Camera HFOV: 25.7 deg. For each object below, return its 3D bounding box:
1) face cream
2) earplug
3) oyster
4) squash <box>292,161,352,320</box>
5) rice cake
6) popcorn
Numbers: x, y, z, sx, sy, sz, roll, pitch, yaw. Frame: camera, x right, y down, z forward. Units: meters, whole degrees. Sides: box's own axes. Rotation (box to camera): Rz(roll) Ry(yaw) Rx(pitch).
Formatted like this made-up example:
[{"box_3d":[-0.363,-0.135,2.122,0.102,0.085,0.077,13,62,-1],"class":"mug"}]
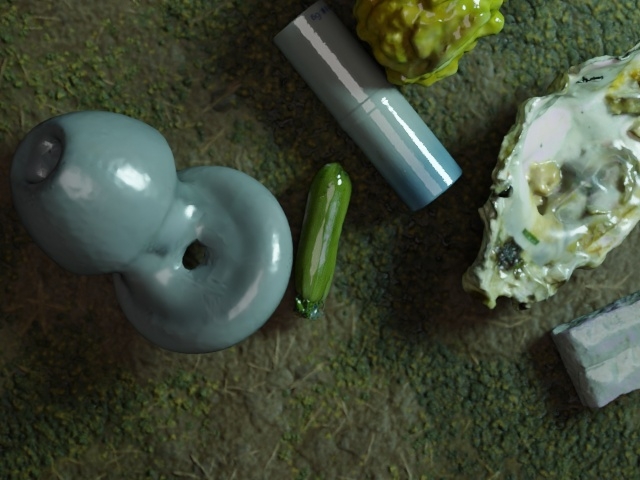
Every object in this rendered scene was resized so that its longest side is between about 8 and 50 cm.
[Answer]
[{"box_3d":[0.053,-0.150,1.562,0.077,0.077,0.250,-39,94,3],"class":"face cream"},{"box_3d":[-0.186,-0.015,1.524,0.325,0.175,0.214,33,88,-5],"class":"earplug"},{"box_3d":[0.276,-0.078,1.573,0.354,0.107,0.201,-44,116,-8],"class":"oyster"},{"box_3d":[0.000,0.000,1.592,0.052,0.052,0.183,9,98,-2],"class":"squash"},{"box_3d":[0.419,0.088,1.608,0.298,0.050,0.106,-25,96,1],"class":"rice cake"},{"box_3d":[0.116,-0.261,1.505,0.155,0.197,0.197,35,95,11],"class":"popcorn"}]
